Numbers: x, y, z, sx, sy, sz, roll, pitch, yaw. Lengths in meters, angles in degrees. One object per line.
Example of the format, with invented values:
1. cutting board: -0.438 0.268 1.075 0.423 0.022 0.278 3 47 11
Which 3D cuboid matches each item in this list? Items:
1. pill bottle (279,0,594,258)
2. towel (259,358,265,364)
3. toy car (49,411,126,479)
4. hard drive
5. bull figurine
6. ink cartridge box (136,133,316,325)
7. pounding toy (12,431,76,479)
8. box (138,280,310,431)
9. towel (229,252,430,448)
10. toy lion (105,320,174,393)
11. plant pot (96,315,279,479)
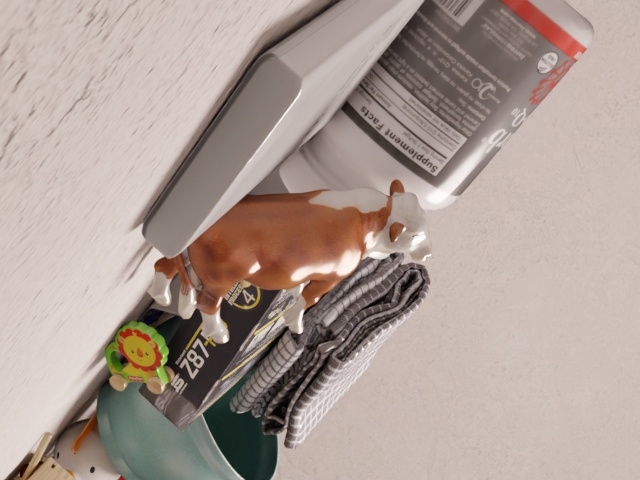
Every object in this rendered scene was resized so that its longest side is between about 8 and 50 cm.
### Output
1. pill bottle: 0.126 -0.168 1.383 0.363 0.210 0.210 -50 178 16
2. towel: -0.111 0.164 2.021 0.237 0.037 0.329 -50 -137 33
3. toy car: -0.367 0.367 1.822 0.210 0.219 0.238 -46 147 -53
4. hard drive: -0.017 -0.140 1.124 0.233 0.047 0.353 -50 179 36
5. bull figurine: -0.031 0.014 1.258 0.310 0.101 0.188 2 132 -33
6. ink cartridge box: -0.115 0.003 1.625 0.371 0.069 0.176 -47 178 8
7. pounding toy: -0.404 0.352 1.668 0.130 0.100 0.141 -48 -171 -22
8. box: -0.045 0.052 1.617 0.395 0.097 0.318 -39 166 -50
9. towel: 0.023 0.155 1.734 0.283 0.121 0.235 -41 171 -45
10. toy lion: -0.232 0.144 1.488 0.100 0.096 0.034 -1 -151 32
11. plant pot: -0.215 0.263 1.798 0.196 0.293 0.293 -22 -174 14
